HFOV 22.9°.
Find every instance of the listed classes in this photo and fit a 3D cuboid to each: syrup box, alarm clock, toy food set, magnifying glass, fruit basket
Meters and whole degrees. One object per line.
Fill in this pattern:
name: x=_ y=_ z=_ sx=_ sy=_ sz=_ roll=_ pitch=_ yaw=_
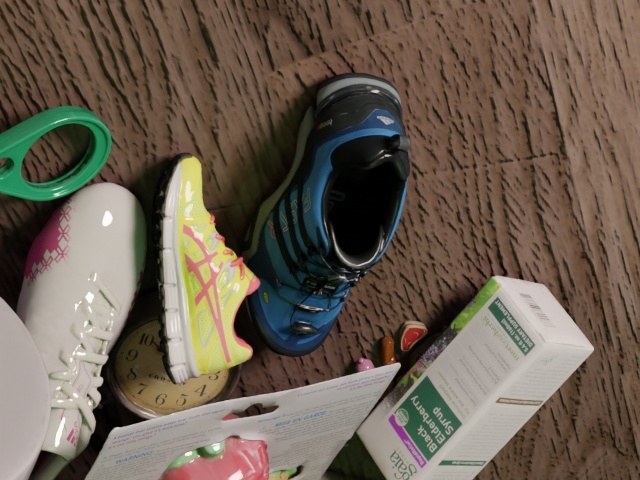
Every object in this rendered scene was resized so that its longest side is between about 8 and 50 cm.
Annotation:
syrup box: x=0.152 y=0.153 z=1.587 sx=0.096 sy=0.093 sz=0.237 roll=10 pitch=127 yaw=-49
alarm clock: x=-0.135 y=0.094 z=1.515 sx=0.129 sy=0.064 sz=0.192 roll=17 pitch=119 yaw=-17
toy food set: x=0.077 y=0.127 z=1.614 sx=0.078 sy=0.019 sz=0.122 roll=25 pitch=118 yaw=-27
magnifying glass: x=-0.281 y=-0.064 z=1.333 sx=0.231 sy=0.026 sz=0.092 roll=-15 pitch=139 yaw=-37
fruit basket: x=-0.124 y=0.240 z=1.521 sx=0.327 sy=0.165 sz=0.353 roll=-10 pitch=140 yaw=-37

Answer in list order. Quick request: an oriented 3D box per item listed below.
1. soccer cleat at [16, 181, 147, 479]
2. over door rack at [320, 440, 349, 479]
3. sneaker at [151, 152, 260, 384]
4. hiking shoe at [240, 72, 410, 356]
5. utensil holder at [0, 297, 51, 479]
soccer cleat: x=-0.228 y=0.114 z=1.413 sx=0.116 sy=0.143 sz=0.331 roll=20 pitch=99 yaw=-35
over door rack: x=0.125 y=0.356 z=1.661 sx=0.324 sy=0.239 sz=0.108 roll=27 pitch=111 yaw=-28
sneaker: x=-0.103 y=0.023 z=1.433 sx=0.094 sy=0.081 sz=0.208 roll=-5 pitch=99 yaw=-9
hiking shoe: x=0.000 y=0.000 z=1.432 sx=0.113 sy=0.132 sz=0.304 roll=6 pitch=125 yaw=-16
utensil holder: x=-0.419 y=0.227 z=1.271 sx=0.327 sy=0.327 sz=0.385 roll=16 pitch=126 yaw=-22
